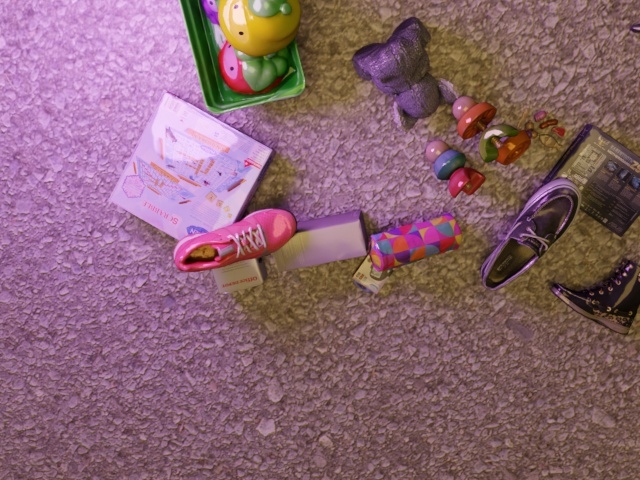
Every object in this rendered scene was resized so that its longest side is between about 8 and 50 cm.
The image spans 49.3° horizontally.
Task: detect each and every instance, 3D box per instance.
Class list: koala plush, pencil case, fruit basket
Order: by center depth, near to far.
[{"bbox_3d":[-0.169,-0.484,1.556,0.283,0.392,0.392,-11,103,8],"label":"fruit basket"},{"bbox_3d":[0.208,-0.378,1.649,0.196,0.203,0.221,-30,112,12],"label":"koala plush"},{"bbox_3d":[0.236,0.004,1.745,0.236,0.104,0.104,-16,103,-14],"label":"pencil case"}]

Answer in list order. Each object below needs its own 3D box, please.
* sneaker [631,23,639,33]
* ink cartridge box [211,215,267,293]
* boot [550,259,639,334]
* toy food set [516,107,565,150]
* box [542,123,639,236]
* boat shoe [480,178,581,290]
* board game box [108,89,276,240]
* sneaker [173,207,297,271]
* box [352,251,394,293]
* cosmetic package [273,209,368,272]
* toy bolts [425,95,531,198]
[{"bbox_3d":[0.770,-0.508,1.635,0.083,0.031,0.035,-4,90,2],"label":"sneaker"},{"bbox_3d":[-0.228,0.039,1.843,0.127,0.072,0.175,-14,102,9],"label":"ink cartridge box"},{"bbox_3d":[0.722,0.117,1.770,0.236,0.085,0.178,27,103,-9],"label":"boot"},{"bbox_3d":[0.551,-0.277,1.716,0.122,0.019,0.078,23,105,-1],"label":"toy food set"},{"bbox_3d":[0.699,-0.147,1.715,0.233,0.059,0.183,33,106,-3],"label":"box"},{"bbox_3d":[0.520,0.002,1.712,0.121,0.119,0.335,33,115,0],"label":"boat shoe"},{"bbox_3d":[-0.323,-0.163,1.762,0.319,0.066,0.318,30,97,6],"label":"board game box"},{"bbox_3d":[-0.201,0.016,1.663,0.314,0.136,0.116,-19,102,0],"label":"sneaker"},{"bbox_3d":[0.145,0.077,1.842,0.081,0.028,0.136,33,103,-4],"label":"box"},{"bbox_3d":[0.000,0.000,1.786,0.238,0.127,0.107,-14,103,7],"label":"cosmetic package"},{"bbox_3d":[0.370,-0.234,1.698,0.158,0.218,0.228,52,123,22],"label":"toy bolts"}]
